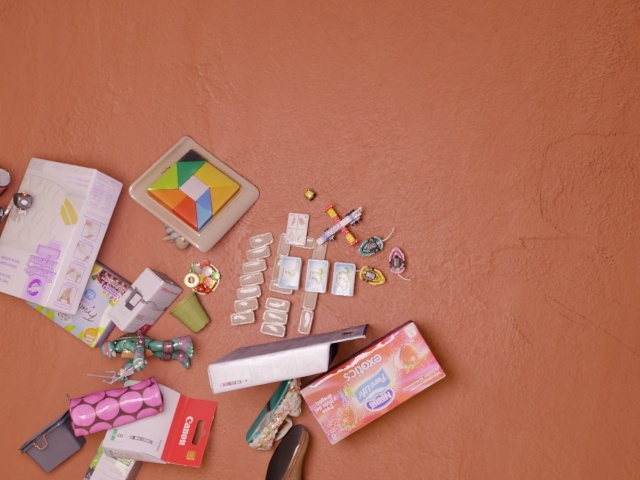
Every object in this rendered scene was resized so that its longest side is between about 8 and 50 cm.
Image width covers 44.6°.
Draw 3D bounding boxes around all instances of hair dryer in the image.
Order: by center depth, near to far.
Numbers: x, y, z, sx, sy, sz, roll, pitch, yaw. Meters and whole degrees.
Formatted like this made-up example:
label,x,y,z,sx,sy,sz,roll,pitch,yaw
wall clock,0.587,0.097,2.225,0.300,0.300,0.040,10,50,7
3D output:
label,x,y,z,sx,sy,sz,roll,pitch,yaw
hair dryer,-0.808,-0.073,1.859,0.293,0.080,0.224,37,96,42

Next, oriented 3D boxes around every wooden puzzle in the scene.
label,x,y,z,sx,sy,sz,roll,pitch,yaw
wooden puzzle,-0.296,-0.117,1.850,0.238,0.044,0.221,39,62,4

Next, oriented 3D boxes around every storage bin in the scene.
label,x,y,z,sx,sy,sz,roll,pitch,yaw
storage bin,-0.639,0.490,1.875,0.135,0.098,0.091,-38,95,2

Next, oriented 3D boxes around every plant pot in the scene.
label,x,y,z,sx,sy,sz,roll,pitch,yaw
plant pot,-0.308,0.178,1.869,0.083,0.083,0.079,-38,96,2

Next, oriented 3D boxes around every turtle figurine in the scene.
label,x,y,z,sx,sy,sz,roll,pitch,yaw
turtle figurine,-0.420,0.267,1.811,0.234,0.175,0.118,-3,79,-19

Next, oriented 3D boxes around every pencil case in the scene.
label,x,y,z,sx,sy,sz,roll,pitch,yaw
pencil case,-0.465,0.373,1.780,0.209,0.098,0.095,-12,107,-11

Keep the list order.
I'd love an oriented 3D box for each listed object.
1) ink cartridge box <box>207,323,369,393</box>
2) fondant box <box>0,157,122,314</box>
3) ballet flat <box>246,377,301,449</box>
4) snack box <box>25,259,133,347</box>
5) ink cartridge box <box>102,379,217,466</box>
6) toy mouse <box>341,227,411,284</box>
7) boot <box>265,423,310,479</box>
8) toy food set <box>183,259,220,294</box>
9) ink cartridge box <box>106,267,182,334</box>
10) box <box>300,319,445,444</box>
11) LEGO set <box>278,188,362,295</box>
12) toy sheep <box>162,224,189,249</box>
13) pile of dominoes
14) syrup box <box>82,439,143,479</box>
label,x,y,z,sx,sy,sz,roll,pitch,yaw
ink cartridge box,-0.052,0.255,1.714,0.329,0.324,0.072,-10,87,5
fondant box,-0.628,-0.015,1.828,0.238,0.096,0.331,11,80,32
ballet flat,-0.091,0.398,1.812,0.077,0.091,0.241,26,118,-13
snack box,-0.578,0.132,1.894,0.207,0.070,0.175,33,90,8
ink cartridge box,-0.372,0.426,1.821,0.224,0.056,0.181,5,47,7
toy mouse,0.148,0.038,1.854,0.160,0.031,0.143,18,89,5
boot,-0.071,0.580,1.825,0.115,0.112,0.306,20,92,-15
toy food set,-0.286,0.090,1.895,0.083,0.020,0.083,32,90,6
ink cartridge box,-0.416,0.146,1.857,0.063,0.109,0.150,41,90,20
box,0.119,0.318,1.783,0.299,0.154,0.142,-32,85,1
LEGO set,0.000,0.000,1.840,0.182,0.060,0.245,6,82,9
toy sheep,-0.337,-0.042,1.877,0.091,0.091,0.132,-9,81,5
pile of dominoes,-0.099,0.105,1.882,0.195,0.040,0.251,11,80,6
syrup box,-0.513,0.592,1.852,0.093,0.096,0.237,26,88,7
